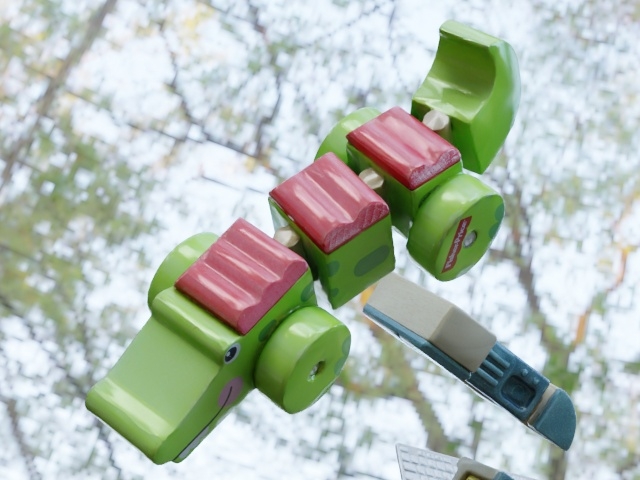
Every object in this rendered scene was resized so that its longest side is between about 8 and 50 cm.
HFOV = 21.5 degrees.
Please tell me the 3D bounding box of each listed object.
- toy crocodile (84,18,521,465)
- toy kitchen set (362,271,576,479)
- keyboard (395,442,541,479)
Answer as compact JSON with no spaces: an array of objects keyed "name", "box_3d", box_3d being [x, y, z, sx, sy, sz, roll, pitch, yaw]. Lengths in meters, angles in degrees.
[{"name":"toy crocodile","box_3d":[0.000,0.000,1.011,0.115,0.340,0.105,39,-21,29]},{"name":"toy kitchen set","box_3d":[0.107,0.157,1.369,0.207,0.166,0.122,36,-4,-25]},{"name":"keyboard","box_3d":[0.183,0.262,1.708,0.256,0.072,0.014,18,-52,-30]}]
